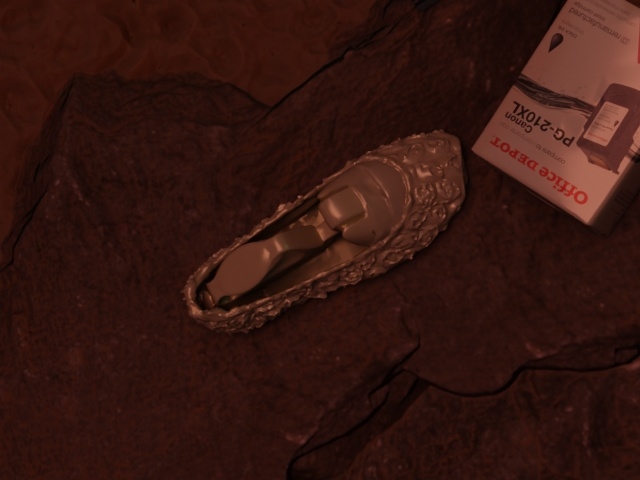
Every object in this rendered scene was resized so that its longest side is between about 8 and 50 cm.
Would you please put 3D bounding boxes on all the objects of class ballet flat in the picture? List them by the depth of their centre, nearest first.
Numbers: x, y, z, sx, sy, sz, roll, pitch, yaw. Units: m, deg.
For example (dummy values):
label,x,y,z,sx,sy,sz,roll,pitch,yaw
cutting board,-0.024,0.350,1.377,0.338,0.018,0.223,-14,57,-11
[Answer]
label,x,y,z,sx,sy,sz,roll,pitch,yaw
ballet flat,0.000,0.000,1.558,0.409,0.147,0.147,-33,72,16

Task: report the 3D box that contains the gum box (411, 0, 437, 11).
label,x,y,z,sx,sy,sz,roll,pitch,yaw
gum box,0.146,-0.408,1.591,0.157,0.041,0.184,-32,72,17

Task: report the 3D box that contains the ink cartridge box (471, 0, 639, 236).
label,x,y,z,sx,sy,sz,roll,pitch,yaw
ink cartridge box,0.313,-0.149,1.454,0.172,0.100,0.237,36,98,24
